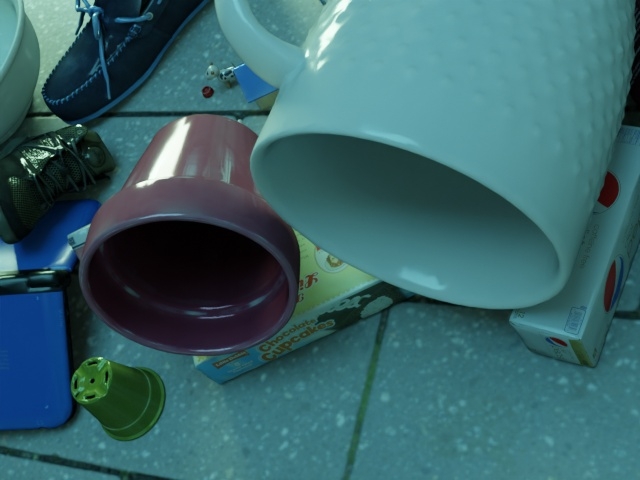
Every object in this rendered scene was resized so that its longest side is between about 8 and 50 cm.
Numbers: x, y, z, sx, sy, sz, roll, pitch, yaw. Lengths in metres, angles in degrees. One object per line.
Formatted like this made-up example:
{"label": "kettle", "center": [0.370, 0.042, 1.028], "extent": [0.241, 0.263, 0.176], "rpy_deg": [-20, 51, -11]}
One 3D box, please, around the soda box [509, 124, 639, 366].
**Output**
{"label": "soda box", "center": [0.247, 0.001, 0.951], "extent": [0.069, 0.074, 0.216], "rpy_deg": [14, 71, 32]}

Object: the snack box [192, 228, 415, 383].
{"label": "snack box", "center": [0.000, 0.000, 1.083], "extent": [0.322, 0.060, 0.187], "rpy_deg": [-25, 55, 12]}

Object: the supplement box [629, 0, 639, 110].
{"label": "supplement box", "center": [0.346, -0.170, 0.960], "extent": [0.130, 0.073, 0.239], "rpy_deg": [-4, 53, -20]}

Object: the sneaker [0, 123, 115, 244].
{"label": "sneaker", "center": [-0.322, -0.077, 1.231], "extent": [0.130, 0.087, 0.227], "rpy_deg": [-18, 23, 6]}

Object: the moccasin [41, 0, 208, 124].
{"label": "moccasin", "center": [-0.248, -0.307, 1.337], "extent": [0.137, 0.117, 0.342], "rpy_deg": [33, 81, 35]}

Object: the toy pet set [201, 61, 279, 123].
{"label": "toy pet set", "center": [-0.100, -0.170, 1.222], "extent": [0.114, 0.065, 0.122], "rpy_deg": [-22, 57, 15]}

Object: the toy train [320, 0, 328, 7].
{"label": "toy train", "center": [0.068, -0.328, 1.218], "extent": [0.184, 0.080, 0.105], "rpy_deg": [-25, 62, 12]}

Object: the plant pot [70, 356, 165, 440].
{"label": "plant pot", "center": [-0.220, 0.160, 1.094], "extent": [0.083, 0.079, 0.083], "rpy_deg": [-12, 60, 21]}

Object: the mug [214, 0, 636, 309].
{"label": "mug", "center": [0.087, -0.171, 0.889], "extent": [0.374, 0.276, 0.328], "rpy_deg": [28, 69, -9]}

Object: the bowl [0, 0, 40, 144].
{"label": "bowl", "center": [-0.483, -0.208, 1.390], "extent": [0.298, 0.134, 0.298], "rpy_deg": [-12, 59, 21]}

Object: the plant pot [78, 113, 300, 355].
{"label": "plant pot", "center": [-0.116, -0.017, 1.006], "extent": [0.201, 0.201, 0.180], "rpy_deg": [-15, 44, 19]}

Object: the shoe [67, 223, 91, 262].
{"label": "shoe", "center": [-0.193, -0.009, 1.188], "extent": [0.178, 0.081, 0.063], "rpy_deg": [-29, 9, -19]}

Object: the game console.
{"label": "game console", "center": [-0.409, 0.085, 1.226], "extent": [0.293, 0.173, 0.250], "rpy_deg": [-4, 93, 10]}
